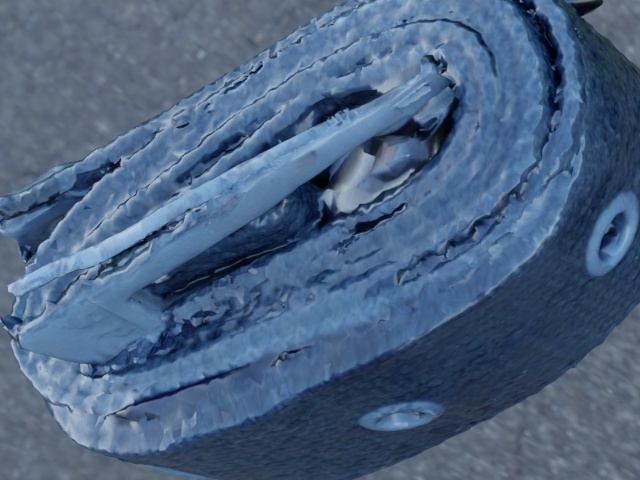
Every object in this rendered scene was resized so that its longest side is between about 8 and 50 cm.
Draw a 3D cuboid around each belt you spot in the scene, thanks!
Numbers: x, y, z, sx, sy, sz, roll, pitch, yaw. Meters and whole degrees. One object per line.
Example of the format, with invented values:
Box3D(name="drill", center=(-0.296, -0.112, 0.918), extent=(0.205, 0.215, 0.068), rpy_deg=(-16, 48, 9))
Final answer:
Box3D(name="belt", center=(0.001, 0.000, 0.523), extent=(0.218, 0.128, 0.122), rpy_deg=(-28, 63, 22))
